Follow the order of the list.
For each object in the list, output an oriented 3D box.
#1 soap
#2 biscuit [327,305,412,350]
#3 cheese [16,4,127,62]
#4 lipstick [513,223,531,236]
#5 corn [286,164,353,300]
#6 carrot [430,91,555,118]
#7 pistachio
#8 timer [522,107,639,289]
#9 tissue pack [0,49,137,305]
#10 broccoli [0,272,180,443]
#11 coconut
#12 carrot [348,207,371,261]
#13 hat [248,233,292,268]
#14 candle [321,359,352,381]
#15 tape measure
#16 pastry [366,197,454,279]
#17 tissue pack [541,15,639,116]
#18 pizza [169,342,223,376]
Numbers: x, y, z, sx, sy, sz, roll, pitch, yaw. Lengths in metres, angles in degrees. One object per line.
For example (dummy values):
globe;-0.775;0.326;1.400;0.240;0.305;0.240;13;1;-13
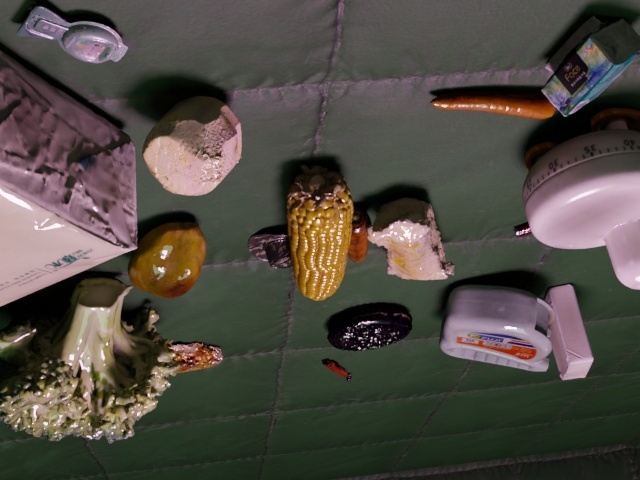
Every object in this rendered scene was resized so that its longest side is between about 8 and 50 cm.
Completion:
soap;0.542;0.203;1.978;0.063;0.183;0.121;-9;153;2
biscuit;0.109;0.194;1.971;0.194;0.053;0.194;-6;154;-3
cheese;-0.280;-0.234;1.029;0.120;0.026;0.067;14;145;-38
lipstick;0.440;-0.040;1.643;0.176;0.027;0.027;-20;152;23
corn;0.000;0.000;1.463;0.106;0.106;0.305;-7;145;-4
carrot;0.244;-0.196;1.268;0.190;0.037;0.037;3;152;-14
pistachio;-0.260;0.038;1.491;0.110;0.100;0.189;6;151;-35
timer;0.433;-0.053;1.374;0.233;0.240;0.233;-7;154;-3
tissue pack;-0.463;-0.049;1.136;0.380;0.207;0.297;-21;150;23
broccoli;-0.441;0.225;1.639;0.338;0.277;0.318;-15;134;-6
coconut;-0.162;-0.127;1.184;0.116;0.122;0.116;12;129;15
carrot;0.062;-0.008;1.561;0.055;0.055;0.161;-9;159;1
hat;-0.070;0.021;1.575;0.121;0.050;0.121;-6;156;-3
candle;0.048;0.327;2.250;0.026;0.021;0.167;-17;152;18
tape measure;0.383;0.179;1.914;0.243;0.125;0.246;8;151;5
pastry;0.152;0.001;1.562;0.121;0.089;0.258;-13;152;13
tissue pack;0.351;-0.235;1.181;0.085;0.079;0.111;-31;167;-33
pizza;-0.341;0.270;1.975;0.246;0.058;0.127;1;151;-24
